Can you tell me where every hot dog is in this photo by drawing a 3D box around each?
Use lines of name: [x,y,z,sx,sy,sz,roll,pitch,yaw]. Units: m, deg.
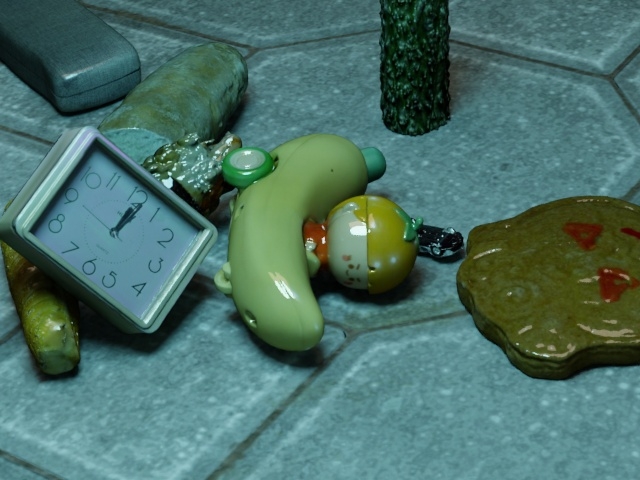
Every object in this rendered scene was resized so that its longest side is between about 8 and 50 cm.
hot dog: [-0.310,0.046,1.722,0.068,0.083,0.289,-27,36,2]

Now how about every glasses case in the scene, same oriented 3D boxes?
glasses case: [-0.373,-0.276,2.190,0.131,0.074,0.323,-23,39,-26]

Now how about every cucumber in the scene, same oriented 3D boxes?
cucumber: [0.109,-0.296,1.910,0.096,0.359,0.096,-3,38,3]

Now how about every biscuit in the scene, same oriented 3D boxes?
biscuit: [0.277,0.038,1.681,0.257,0.049,0.273,-11,34,-8]

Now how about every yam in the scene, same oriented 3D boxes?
yam: [-0.178,-0.149,1.948,0.133,0.133,0.330,8,33,18]

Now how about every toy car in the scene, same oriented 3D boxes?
toy car: [0.119,0.000,1.771,0.093,0.025,0.041,15,41,32]

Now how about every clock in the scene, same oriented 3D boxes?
clock: [-0.222,-0.011,1.653,0.147,0.192,0.071,-56,21,-19]

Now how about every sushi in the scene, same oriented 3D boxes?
sushi: [-0.175,-0.051,1.777,0.097,0.103,0.226,32,64,22]

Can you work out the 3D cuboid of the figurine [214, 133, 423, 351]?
figurine: [0.000,0.000,1.712,0.222,0.124,0.325,1,37,2]
